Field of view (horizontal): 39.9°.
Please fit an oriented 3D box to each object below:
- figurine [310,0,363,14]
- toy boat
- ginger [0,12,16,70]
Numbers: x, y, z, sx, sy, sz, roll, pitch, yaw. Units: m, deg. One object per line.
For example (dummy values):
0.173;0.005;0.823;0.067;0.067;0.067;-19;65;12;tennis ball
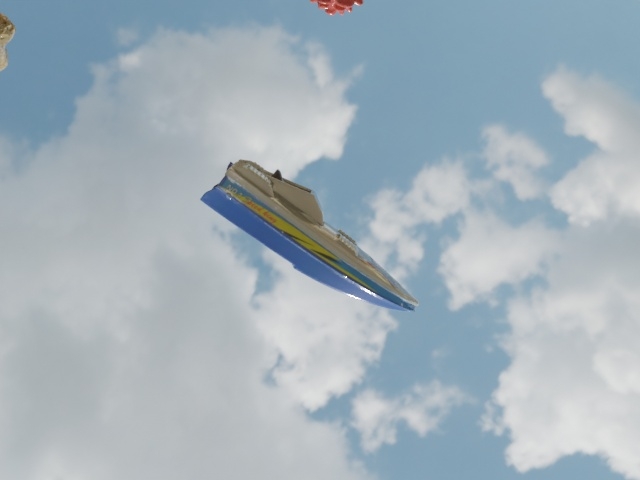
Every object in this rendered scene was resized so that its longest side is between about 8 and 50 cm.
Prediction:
-0.003;-0.255;0.618;0.110;0.138;0.245;42;-168;16;figurine
0.000;0.000;1.086;0.295;0.088;0.129;35;-173;-5;toy boat
-0.619;-0.368;1.640;0.095;0.190;0.068;25;-118;-23;ginger
